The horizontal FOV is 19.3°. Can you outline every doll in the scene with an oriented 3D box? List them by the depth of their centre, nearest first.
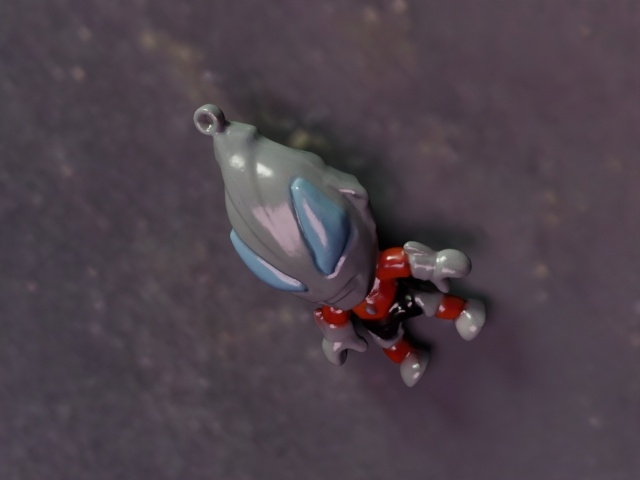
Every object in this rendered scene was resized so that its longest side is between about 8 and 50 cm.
[{"bbox_3d":[-0.001,0.001,0.593,0.114,0.039,0.057,42,153,-14],"label":"doll"}]
